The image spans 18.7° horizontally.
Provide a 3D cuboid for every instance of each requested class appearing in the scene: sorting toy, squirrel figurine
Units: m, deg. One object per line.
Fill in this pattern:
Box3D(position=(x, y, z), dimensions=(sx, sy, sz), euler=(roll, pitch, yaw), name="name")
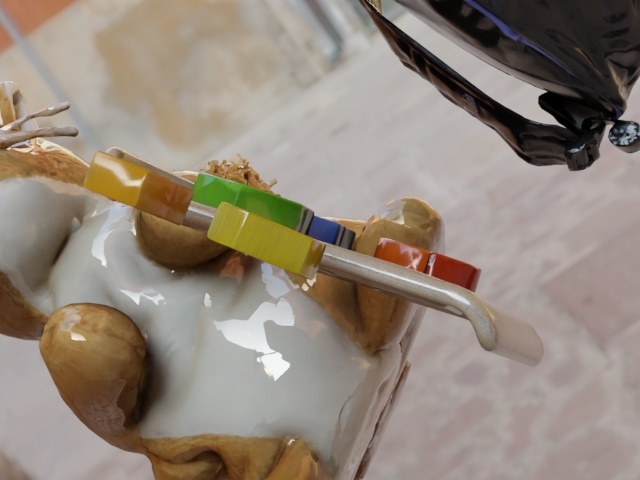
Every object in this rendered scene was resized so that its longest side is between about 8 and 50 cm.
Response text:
Box3D(position=(0.000, 0.000, 1.022), dimensions=(0.041, 0.229, 0.307), euler=(-68, -15, -1), name="sorting toy")
Box3D(position=(-0.123, 0.048, 1.403), dimensions=(0.397, 0.370, 0.281), euler=(28, -95, -81), name="squirrel figurine")

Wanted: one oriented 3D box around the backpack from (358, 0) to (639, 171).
Box3D(position=(0.083, -0.212, 1.191), dimensions=(0.263, 0.276, 0.213), euler=(31, 85, 46), name="backpack")
